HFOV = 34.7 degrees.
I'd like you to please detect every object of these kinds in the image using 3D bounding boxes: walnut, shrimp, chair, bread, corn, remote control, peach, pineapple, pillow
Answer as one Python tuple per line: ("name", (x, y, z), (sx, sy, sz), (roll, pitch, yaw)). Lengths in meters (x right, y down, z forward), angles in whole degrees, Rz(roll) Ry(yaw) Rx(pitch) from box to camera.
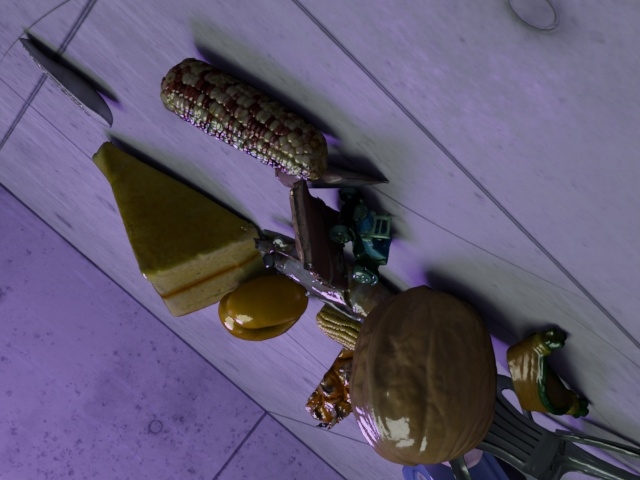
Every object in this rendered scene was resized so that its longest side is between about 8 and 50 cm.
("walnut", (0.147, 0.193, 1.473), (0.225, 0.260, 0.225), (4, 169, 1))
("shrimp", (0.035, 0.088, 1.738), (0.360, 0.085, 0.247), (30, 169, 15))
("chair", (0.338, 0.343, 1.559), (0.275, 0.203, 0.190), (19, 145, 29))
("bread", (-0.276, -0.066, 2.018), (0.233, 0.245, 0.361), (71, 175, -64))
("corn", (-0.094, -0.156, 1.325), (0.253, 0.086, 0.086), (30, 162, 19))
("remote control", (-0.445, -0.283, 1.818), (0.229, 0.044, 0.073), (44, 175, 13))
("corn", (0.077, 0.174, 1.872), (0.203, 0.072, 0.072), (27, 160, 33))
("peach", (-0.111, 0.131, 1.990), (0.179, 0.179, 0.103), (83, 172, -68))
("pineapple", (0.056, 0.270, 2.050), (0.114, 0.186, 0.236), (42, 120, 0))
("pillow", (0.000, 0.000, 1.403), (0.232, 0.043, 0.126), (39, -141, -74))

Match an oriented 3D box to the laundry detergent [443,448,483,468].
("laundry detergent", (0.191, 0.341, 1.997), (0.335, 0.088, 0.159), (5, 107, 64))

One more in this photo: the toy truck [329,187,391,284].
("toy truck", (0.070, -0.005, 1.420), (0.078, 0.080, 0.154), (1, 149, 21))

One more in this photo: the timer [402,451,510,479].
("timer", (0.310, 0.585, 2.101), (0.395, 0.173, 0.395), (57, 168, 19))

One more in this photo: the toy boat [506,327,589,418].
("toy boat", (0.313, 0.188, 1.415), (0.088, 0.089, 0.229), (-11, 143, 15))

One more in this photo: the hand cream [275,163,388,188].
("hand cream", (0.004, -0.086, 1.372), (0.067, 0.043, 0.210), (5, -176, -32))
